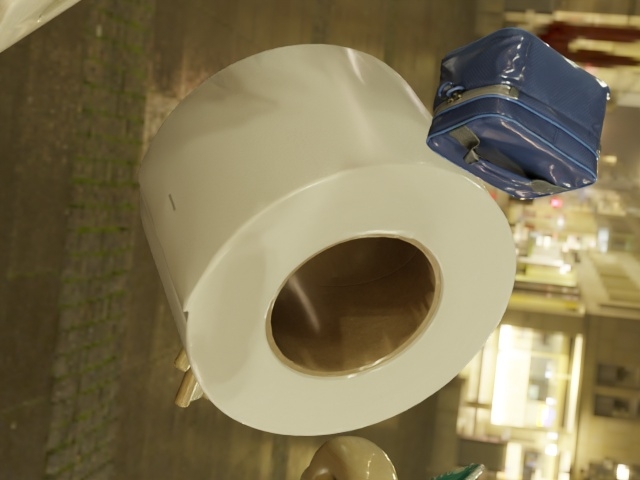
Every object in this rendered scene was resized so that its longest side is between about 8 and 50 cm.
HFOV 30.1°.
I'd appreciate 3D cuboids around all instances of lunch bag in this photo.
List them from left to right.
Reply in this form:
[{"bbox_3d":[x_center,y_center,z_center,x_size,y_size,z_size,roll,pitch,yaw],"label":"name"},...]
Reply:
[{"bbox_3d":[0.105,-0.064,0.642,0.067,0.098,0.065,-19,-127,52],"label":"lunch bag"}]

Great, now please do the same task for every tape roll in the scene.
[{"bbox_3d":[0.000,0.000,0.882,0.169,0.246,0.246,-116,-162,-49],"label":"tape roll"}]

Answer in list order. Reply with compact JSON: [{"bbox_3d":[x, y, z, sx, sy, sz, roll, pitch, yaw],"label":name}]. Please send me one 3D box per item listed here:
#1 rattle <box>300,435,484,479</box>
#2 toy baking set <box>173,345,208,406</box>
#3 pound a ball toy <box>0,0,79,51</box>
[{"bbox_3d":[-0.014,0.151,0.580,0.199,0.143,0.130,150,-41,-74],"label":"rattle"},{"bbox_3d":[-0.093,0.067,1.301,0.256,0.030,0.197,-63,170,-10],"label":"toy baking set"},{"bbox_3d":[-0.132,-0.271,0.686,0.319,0.208,0.136,-42,-172,-28],"label":"pound a ball toy"}]
